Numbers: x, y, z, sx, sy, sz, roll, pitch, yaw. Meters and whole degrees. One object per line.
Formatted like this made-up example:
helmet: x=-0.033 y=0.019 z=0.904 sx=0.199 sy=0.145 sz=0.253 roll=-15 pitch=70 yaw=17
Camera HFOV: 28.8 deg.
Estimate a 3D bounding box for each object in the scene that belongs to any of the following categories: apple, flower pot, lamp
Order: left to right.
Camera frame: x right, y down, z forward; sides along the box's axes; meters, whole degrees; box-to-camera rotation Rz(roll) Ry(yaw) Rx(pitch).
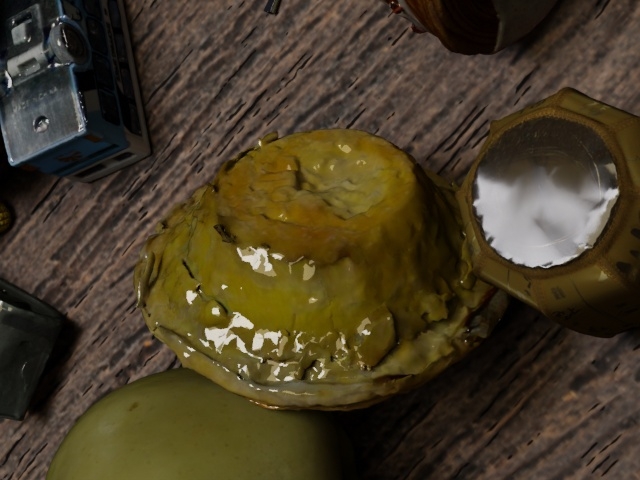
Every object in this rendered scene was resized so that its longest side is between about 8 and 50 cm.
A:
flower pot: x=-0.355 y=0.079 z=1.213 sx=0.229 sy=0.103 sz=0.108 roll=25 pitch=91 yaw=32
apple: x=-0.083 y=0.224 z=0.944 sx=0.262 sy=0.262 sz=0.262 roll=-7 pitch=76 yaw=29
lamp: x=0.190 y=-0.015 z=0.868 sx=0.161 sy=0.185 sz=0.161 roll=-9 pitch=73 yaw=30

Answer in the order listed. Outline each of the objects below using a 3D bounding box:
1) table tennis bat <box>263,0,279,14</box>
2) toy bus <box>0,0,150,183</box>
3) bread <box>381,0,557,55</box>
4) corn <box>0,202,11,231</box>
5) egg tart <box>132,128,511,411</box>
table tennis bat: x=-0.032 y=-0.248 z=1.150 sx=0.050 sy=0.007 sz=0.083 roll=21 pitch=89 yaw=32
toy bus: x=-0.254 y=-0.209 z=1.200 sx=0.106 sy=0.131 sz=0.297 roll=-21 pitch=69 yaw=23
bread: x=0.129 y=-0.248 z=0.936 sx=0.142 sy=0.224 sz=0.211 roll=36 pitch=121 yaw=33
corn: x=-0.352 y=-0.016 z=1.239 sx=0.037 sy=0.092 sz=0.037 roll=18 pitch=119 yaw=35
egg tart: x=0.000 y=0.000 z=0.938 sx=0.295 sy=0.295 sz=0.116 roll=23 pitch=135 yaw=32
